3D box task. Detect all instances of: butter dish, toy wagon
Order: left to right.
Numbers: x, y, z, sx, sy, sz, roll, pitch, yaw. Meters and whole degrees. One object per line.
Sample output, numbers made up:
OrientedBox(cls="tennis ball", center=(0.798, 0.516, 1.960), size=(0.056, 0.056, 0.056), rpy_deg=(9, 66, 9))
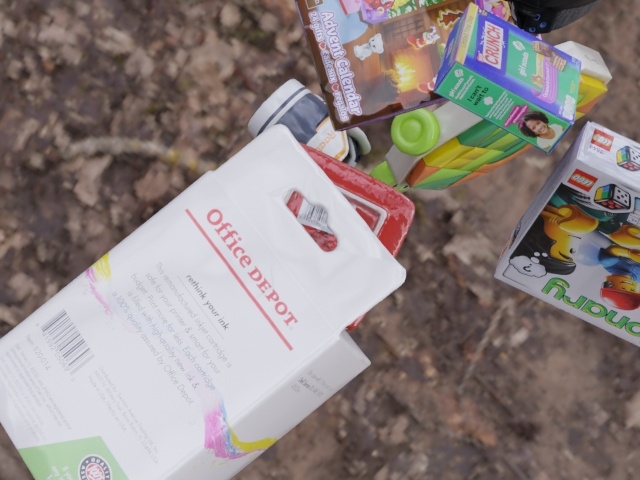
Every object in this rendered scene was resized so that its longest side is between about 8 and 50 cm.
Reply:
OrientedBox(cls="butter dish", center=(0.000, 0.000, 1.377), size=(0.160, 0.118, 0.160), rpy_deg=(27, 83, 3))
OrientedBox(cls="toy wagon", center=(0.184, -0.129, 1.565), size=(0.267, 0.344, 0.068), rpy_deg=(0, 61, -61))

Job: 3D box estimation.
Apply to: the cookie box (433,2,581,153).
OrientedBox(cls="cookie box", center=(0.151, -0.131, 1.030), size=(0.107, 0.040, 0.092), rpy_deg=(26, 42, -7))

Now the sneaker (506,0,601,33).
OrientedBox(cls="sneaker", center=(0.136, -0.191, 0.945), size=(0.217, 0.121, 0.079), rpy_deg=(-11, 67, -13))

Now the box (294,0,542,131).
OrientedBox(cls="box", center=(0.068, -0.265, 1.151), size=(0.057, 0.201, 0.293), rpy_deg=(-33, 106, -80))

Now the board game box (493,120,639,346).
OrientedBox(cls="board game box", center=(0.325, 0.032, 1.116), size=(0.305, 0.193, 0.053), rpy_deg=(25, 55, 1))

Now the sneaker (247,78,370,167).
OrientedBox(cls="sneaker", center=(-0.012, -0.119, 1.686), size=(0.127, 0.126, 0.321), rpy_deg=(43, 4, 4))

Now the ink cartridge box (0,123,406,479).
OrientedBox(cls="ink cartridge box", center=(-0.103, 0.088, 1.135), size=(0.207, 0.353, 0.119), rpy_deg=(52, 1, 24))
